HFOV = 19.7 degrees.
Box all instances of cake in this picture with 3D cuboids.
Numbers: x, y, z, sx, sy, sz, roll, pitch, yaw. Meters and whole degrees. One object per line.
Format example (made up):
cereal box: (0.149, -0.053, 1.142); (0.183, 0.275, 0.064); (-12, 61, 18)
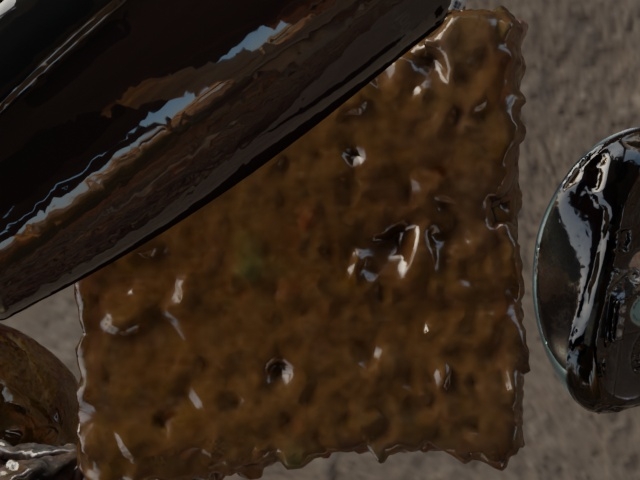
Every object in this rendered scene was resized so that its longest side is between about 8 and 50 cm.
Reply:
cake: (0.000, 0.000, 1.086); (0.256, 0.290, 0.282); (0, 91, 9)

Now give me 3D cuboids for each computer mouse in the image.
computer mouse: (0.231, 0.020, 1.463); (0.096, 0.137, 0.233); (16, 105, 39)

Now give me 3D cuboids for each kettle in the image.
kettle: (-0.076, -0.078, 0.698); (0.232, 0.202, 0.144); (-42, 78, -18)

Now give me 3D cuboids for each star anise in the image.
star anise: (-0.147, 0.178, 1.259); (0.231, 0.209, 0.089); (-2, 86, 42)

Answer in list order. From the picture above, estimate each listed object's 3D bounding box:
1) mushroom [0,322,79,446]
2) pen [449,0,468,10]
mushroom: (-0.314, 0.183, 1.416); (0.297, 0.278, 0.163); (11, 34, -20)
pen: (0.108, -0.196, 1.496); (0.028, 0.028, 0.239); (23, 97, 15)
